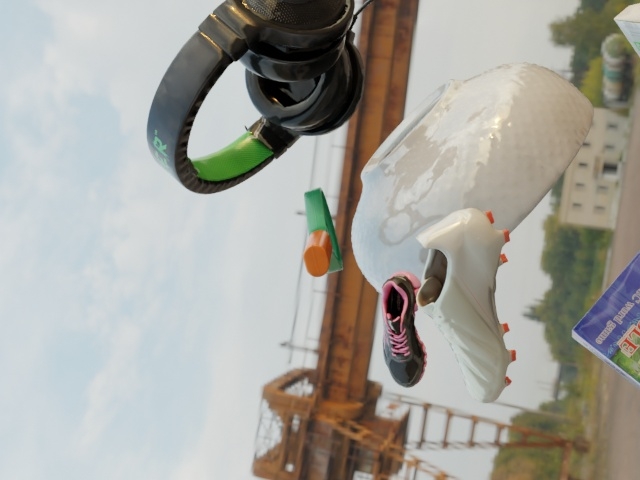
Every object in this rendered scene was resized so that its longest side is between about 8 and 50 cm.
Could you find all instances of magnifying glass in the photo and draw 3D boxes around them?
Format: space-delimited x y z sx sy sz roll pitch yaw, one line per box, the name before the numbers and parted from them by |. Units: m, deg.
magnifying glass | 0.000 0.000 0.900 0.231 0.026 0.092 -85 -20 -81

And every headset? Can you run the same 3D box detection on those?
headset | -0.042 -0.227 0.983 0.394 0.185 0.243 -43 -19 -8

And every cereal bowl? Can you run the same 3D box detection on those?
cereal bowl | 0.153 -0.088 1.074 0.339 0.141 0.339 -46 8 8

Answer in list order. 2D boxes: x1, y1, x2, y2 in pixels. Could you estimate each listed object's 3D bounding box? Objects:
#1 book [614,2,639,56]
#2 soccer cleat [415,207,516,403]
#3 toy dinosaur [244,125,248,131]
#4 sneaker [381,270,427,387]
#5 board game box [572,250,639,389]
book | 0.312 -0.135 0.756 0.144 0.035 0.096 49 -176 -14
soccer cleat | 0.118 0.061 0.763 0.068 0.076 0.196 -124 21 -56
toy dinosaur | -0.090 -0.205 1.544 0.090 0.082 0.047 64 177 -25
sneaker | 0.079 0.091 0.914 0.057 0.047 0.119 0 -96 -71
board game box | 0.554 0.102 1.168 0.319 0.318 0.066 -50 -20 0
